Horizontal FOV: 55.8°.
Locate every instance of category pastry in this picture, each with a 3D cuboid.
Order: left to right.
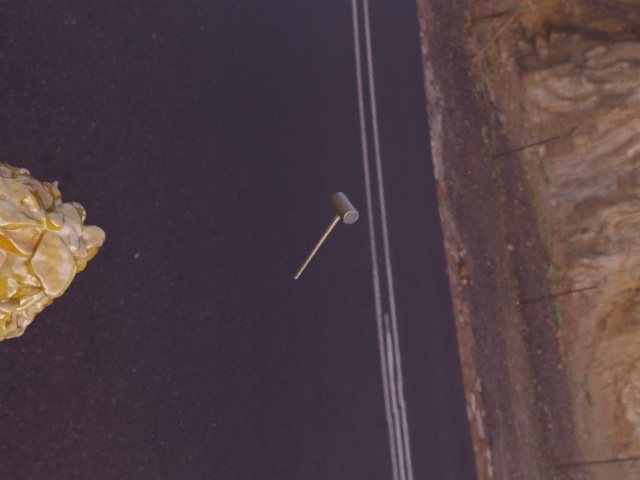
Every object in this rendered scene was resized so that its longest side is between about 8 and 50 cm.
[{"bbox_3d":[-0.280,-0.034,0.402,0.250,0.154,0.102,36,12,-22],"label":"pastry"}]

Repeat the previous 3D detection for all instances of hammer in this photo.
[{"bbox_3d":[0.000,0.000,0.661,0.019,0.110,0.035,19,26,-40],"label":"hammer"}]
